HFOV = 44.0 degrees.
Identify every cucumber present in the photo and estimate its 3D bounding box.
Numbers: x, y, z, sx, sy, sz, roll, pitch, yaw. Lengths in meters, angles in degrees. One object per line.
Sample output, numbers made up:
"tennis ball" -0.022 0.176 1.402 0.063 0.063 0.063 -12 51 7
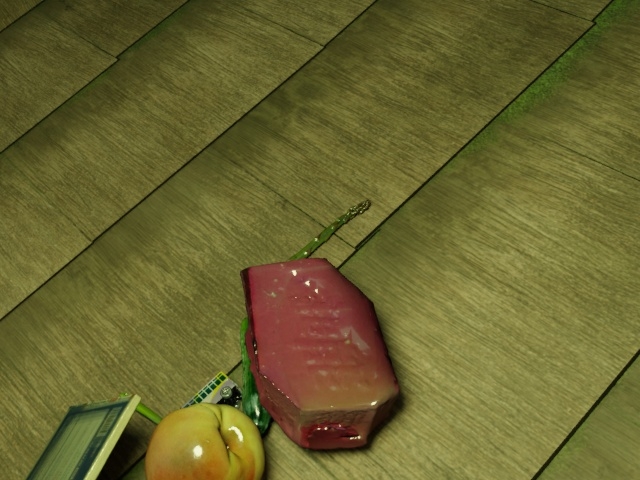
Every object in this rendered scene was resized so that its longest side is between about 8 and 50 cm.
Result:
"cucumber" -0.106 0.234 1.330 0.056 0.056 0.250 -15 49 9

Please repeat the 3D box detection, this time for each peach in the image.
"peach" -0.176 0.337 1.192 0.184 0.184 0.184 -10 50 13

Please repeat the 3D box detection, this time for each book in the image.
"book" -0.401 0.353 1.249 0.322 0.018 0.228 -22 35 54

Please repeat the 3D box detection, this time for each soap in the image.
"soap" -0.009 0.177 1.263 0.220 0.127 0.325 -9 51 -5

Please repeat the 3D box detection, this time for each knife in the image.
"knife" -0.282 0.303 1.361 0.184 0.022 0.026 23 89 32

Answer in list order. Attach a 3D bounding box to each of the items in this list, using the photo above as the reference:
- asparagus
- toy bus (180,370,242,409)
"asparagus" 0.000 0.000 1.499 0.248 0.024 0.025 -40 93 -13
"toy bus" -0.183 0.274 1.327 0.102 0.052 0.058 -42 48 -17
